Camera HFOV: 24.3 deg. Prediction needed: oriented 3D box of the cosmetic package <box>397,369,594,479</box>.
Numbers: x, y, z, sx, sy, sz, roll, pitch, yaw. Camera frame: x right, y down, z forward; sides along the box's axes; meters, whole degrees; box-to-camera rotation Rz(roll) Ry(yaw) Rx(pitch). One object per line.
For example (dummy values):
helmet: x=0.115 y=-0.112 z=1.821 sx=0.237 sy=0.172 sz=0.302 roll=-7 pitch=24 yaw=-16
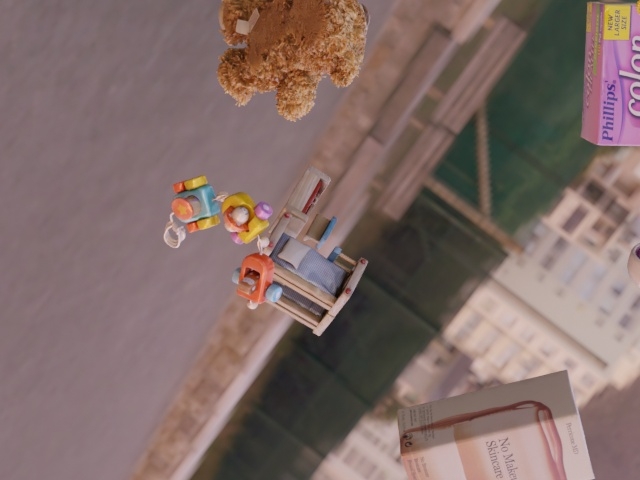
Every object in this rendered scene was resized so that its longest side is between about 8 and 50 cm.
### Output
cosmetic package: x=0.288 y=0.337 z=2.464 sx=0.296 sy=0.153 sz=0.129 roll=-16 pitch=-151 yaw=9

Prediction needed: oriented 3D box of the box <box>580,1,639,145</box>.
box: x=0.532 y=-0.256 z=2.273 sx=0.117 sy=0.243 sz=0.213 roll=-101 pitch=-168 yaw=-79

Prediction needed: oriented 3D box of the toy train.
toy train: x=-0.113 y=0.001 z=1.627 sx=0.046 sy=0.166 sz=0.125 roll=-25 pitch=138 yaw=-54

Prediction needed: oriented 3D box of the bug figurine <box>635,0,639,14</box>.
bug figurine: x=0.445 y=-0.230 z=1.901 sx=0.216 sy=0.072 sz=0.279 roll=-51 pitch=136 yaw=-71

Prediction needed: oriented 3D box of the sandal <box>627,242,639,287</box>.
sandal: x=0.578 y=0.064 z=1.915 sx=0.169 sy=0.416 sz=0.102 roll=-27 pitch=126 yaw=-43

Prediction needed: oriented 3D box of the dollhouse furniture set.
dollhouse furniture set: x=0.000 y=0.000 z=1.986 sx=0.184 sy=0.129 sz=0.129 roll=-62 pitch=-176 yaw=-33

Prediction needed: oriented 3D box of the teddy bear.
teddy bear: x=-0.041 y=-0.292 z=2.113 sx=0.113 sy=0.245 sz=0.338 roll=2 pitch=161 yaw=-35
